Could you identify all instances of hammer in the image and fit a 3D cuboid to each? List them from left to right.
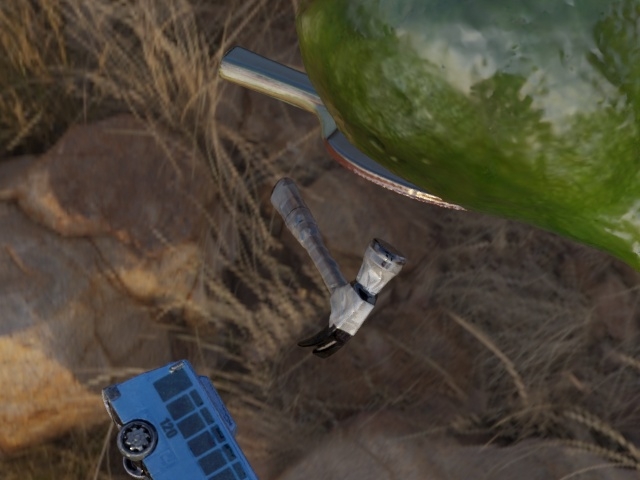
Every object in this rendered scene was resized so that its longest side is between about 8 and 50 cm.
[{"bbox_3d":[-0.001,0.000,1.495,0.044,0.427,0.152,28,104,-21],"label":"hammer"}]

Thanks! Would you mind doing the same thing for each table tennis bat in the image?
[{"bbox_3d":[0.046,-0.095,0.981,0.274,0.021,0.154,22,39,14],"label":"table tennis bat"}]

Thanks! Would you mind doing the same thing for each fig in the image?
[{"bbox_3d":[0.119,-0.069,0.604,0.203,0.203,0.235,-38,99,-22],"label":"fig"}]

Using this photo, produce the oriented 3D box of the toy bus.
[{"bbox_3d":[-0.151,0.257,1.450,0.133,0.116,0.234,-28,71,-15],"label":"toy bus"}]
